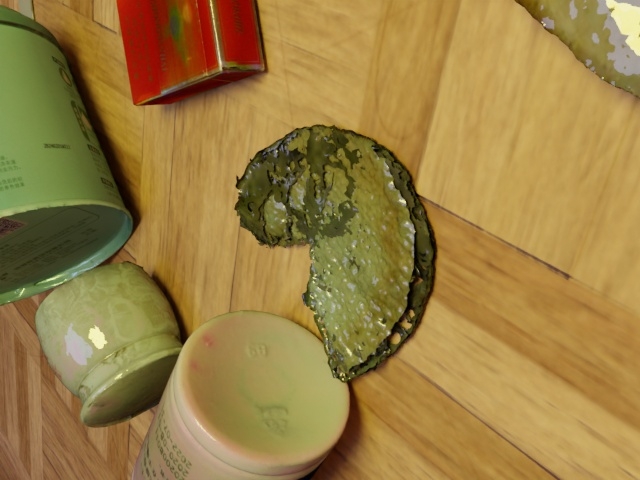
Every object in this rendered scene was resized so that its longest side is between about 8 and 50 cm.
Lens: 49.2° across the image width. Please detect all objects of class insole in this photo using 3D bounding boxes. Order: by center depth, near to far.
[{"bbox_3d":[-0.418,-0.347,0.985,0.065,0.004,0.197,10,108,48],"label":"insole"}]

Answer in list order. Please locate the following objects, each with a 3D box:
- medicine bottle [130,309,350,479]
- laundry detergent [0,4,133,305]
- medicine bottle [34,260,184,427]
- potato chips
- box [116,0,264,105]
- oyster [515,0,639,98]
[{"bbox_3d":[-0.088,0.200,0.647,0.152,0.152,0.254,52,135,26],"label":"medicine bottle"},{"bbox_3d":[-0.411,-0.106,0.831,0.287,0.287,0.305,-40,71,48],"label":"laundry detergent"},{"bbox_3d":[-0.230,0.119,0.793,0.143,0.147,0.147,54,136,21],"label":"medicine bottle"},{"bbox_3d":[0.003,-0.001,0.581,0.220,0.029,0.202,39,128,33],"label":"potato chips"},{"bbox_3d":[-0.125,-0.196,0.652,0.175,0.048,0.112,0,99,50],"label":"box"},{"bbox_3d":[0.167,-0.110,0.244,0.096,0.221,0.361,-44,70,5],"label":"oyster"}]
